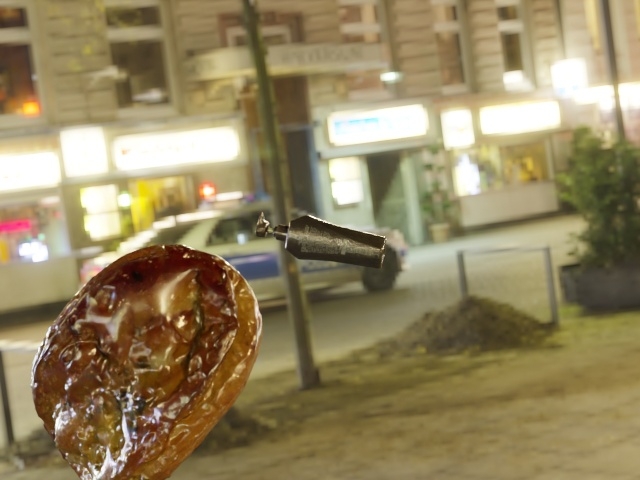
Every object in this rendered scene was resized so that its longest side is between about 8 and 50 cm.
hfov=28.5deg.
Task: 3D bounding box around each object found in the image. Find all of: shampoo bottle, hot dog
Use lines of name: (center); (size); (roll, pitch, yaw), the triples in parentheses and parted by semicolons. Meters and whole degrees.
shampoo bottle: (0.000, 0.000, 1.324); (0.137, 0.048, 0.027); (11, 7, 9)
hot dog: (-0.242, 0.184, 1.722); (0.387, 0.267, 0.174); (-51, -15, 19)
